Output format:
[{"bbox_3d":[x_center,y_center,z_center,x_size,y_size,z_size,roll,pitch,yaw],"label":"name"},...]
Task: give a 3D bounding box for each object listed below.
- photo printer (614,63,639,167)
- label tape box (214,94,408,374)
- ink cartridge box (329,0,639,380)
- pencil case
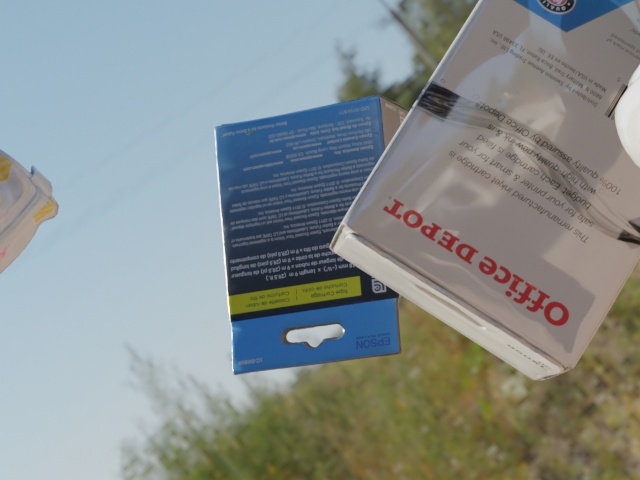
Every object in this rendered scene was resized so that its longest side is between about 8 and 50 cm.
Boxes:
[{"bbox_3d":[0.383,-0.061,1.299,0.107,0.307,0.256,-62,15,-18],"label":"photo printer"},{"bbox_3d":[0.000,0.000,2.286,0.241,0.333,0.106,-9,-11,22],"label":"label tape box"},{"bbox_3d":[0.231,-0.087,1.903,0.395,0.285,0.166,-57,-1,-11],"label":"ink cartridge box"},{"bbox_3d":[-0.377,0.030,1.716,0.273,0.113,0.124,-52,21,-18],"label":"pencil case"}]
